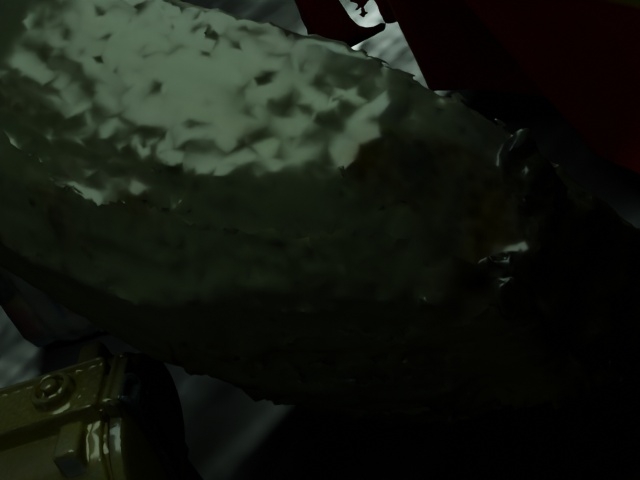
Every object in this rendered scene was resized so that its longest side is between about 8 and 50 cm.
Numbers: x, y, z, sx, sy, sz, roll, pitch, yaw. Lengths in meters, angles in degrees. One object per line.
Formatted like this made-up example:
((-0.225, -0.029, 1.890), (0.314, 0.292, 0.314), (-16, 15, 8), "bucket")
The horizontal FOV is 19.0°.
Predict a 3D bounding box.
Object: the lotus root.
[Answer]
((-0.002, 0.003, 0.414), (0.144, 0.143, 0.070), (21, 83, 37), "lotus root")

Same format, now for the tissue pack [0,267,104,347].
((-0.088, -0.059, 0.541), (0.060, 0.148, 0.109), (-19, 31, 19), "tissue pack")

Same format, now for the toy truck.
((-0.083, 0.066, 0.433), (0.123, 0.063, 0.052), (-18, 33, 18), "toy truck")

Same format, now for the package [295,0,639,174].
((0.104, -0.096, 0.393), (0.123, 0.196, 0.423), (-34, 29, -17), "package")
